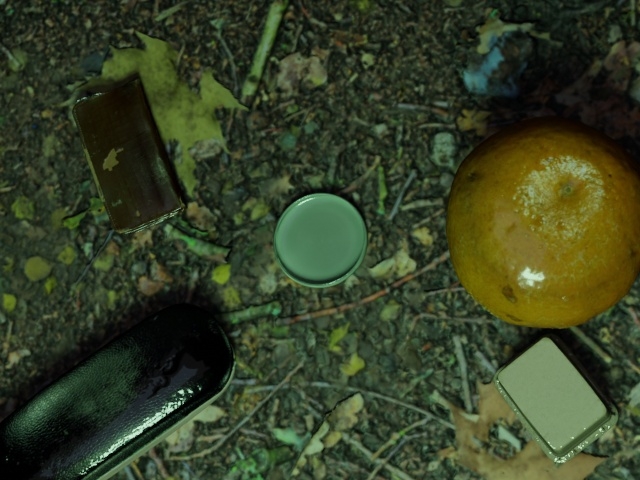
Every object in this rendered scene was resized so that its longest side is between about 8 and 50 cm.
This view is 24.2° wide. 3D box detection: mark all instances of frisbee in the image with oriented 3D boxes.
[{"bbox_3d":[0.000,0.000,1.686,0.110,0.014,0.110,-3,77,13],"label":"frisbee"}]

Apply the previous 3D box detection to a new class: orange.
[{"bbox_3d":[0.237,-0.016,1.555,0.224,0.170,0.224,1,72,-3],"label":"orange"}]

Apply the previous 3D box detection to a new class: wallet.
[{"bbox_3d":[-0.226,-0.097,1.754,0.095,0.026,0.176,-23,75,1],"label":"wallet"}]

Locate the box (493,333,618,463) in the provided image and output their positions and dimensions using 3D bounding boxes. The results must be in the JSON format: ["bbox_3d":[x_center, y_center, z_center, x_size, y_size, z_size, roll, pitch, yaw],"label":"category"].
[{"bbox_3d":[0.244,0.163,1.569,0.089,0.062,0.122,-38,72,3],"label":"box"}]

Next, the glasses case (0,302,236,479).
[{"bbox_3d":[-0.236,0.189,1.664,0.314,0.075,0.122,-36,66,0],"label":"glasses case"}]
